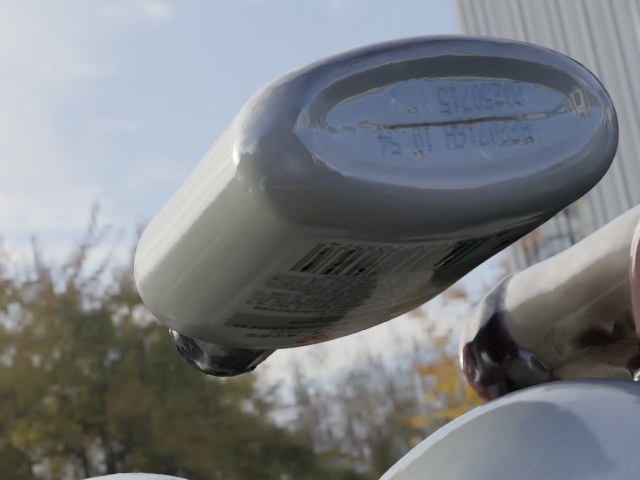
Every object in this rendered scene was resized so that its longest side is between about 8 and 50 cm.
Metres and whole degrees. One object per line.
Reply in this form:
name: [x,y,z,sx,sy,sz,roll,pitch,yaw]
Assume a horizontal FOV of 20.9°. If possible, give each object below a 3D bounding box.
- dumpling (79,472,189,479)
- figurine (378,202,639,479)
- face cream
dumpling: [-0.098,0.231,1.134,0.341,0.181,0.260,-19,0,15]
figurine: [0.119,0.118,0.649,0.253,0.361,0.211,4,-43,32]
face cream: [0.000,0.000,0.693,0.144,0.071,0.291,-6,-15,-19]
